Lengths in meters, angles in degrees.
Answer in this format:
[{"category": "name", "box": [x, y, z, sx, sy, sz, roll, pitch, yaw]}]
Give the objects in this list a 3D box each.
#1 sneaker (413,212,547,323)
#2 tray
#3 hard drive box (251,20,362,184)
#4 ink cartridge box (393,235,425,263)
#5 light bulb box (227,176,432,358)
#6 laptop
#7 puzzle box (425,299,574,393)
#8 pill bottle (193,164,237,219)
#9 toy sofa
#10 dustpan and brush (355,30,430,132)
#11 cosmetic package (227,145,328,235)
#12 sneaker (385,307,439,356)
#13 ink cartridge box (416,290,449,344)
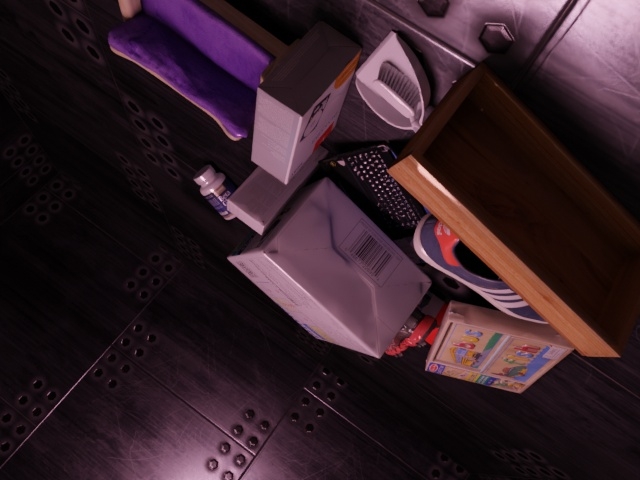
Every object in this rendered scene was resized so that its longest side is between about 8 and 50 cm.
[{"category": "sneaker", "box": [0.332, 0.050, 0.857, 0.350, 0.131, 0.148, 22, 170, -13]}, {"category": "tray", "box": [0.310, -0.040, 0.746, 0.411, 0.202, 0.076, 41, 158, -8]}, {"category": "hard drive box", "box": [-0.033, -0.236, 0.914, 0.089, 0.181, 0.232, 35, 158, 4]}, {"category": "ink cartridge box", "box": [0.220, 0.017, 1.220, 0.083, 0.028, 0.048, 45, 157, -17]}, {"category": "light bulb box", "box": [0.003, 0.070, 1.247, 0.358, 0.225, 0.361, 44, 163, -14]}, {"category": "laptop", "box": [0.136, -0.064, 1.037, 0.265, 0.136, 0.234, -9, 131, 37]}, {"category": "puzzle box", "box": [0.422, 0.279, 1.280, 0.272, 0.052, 0.408, 12, 152, 11]}, {"category": "pill bottle", "box": [-0.318, -0.154, 1.614, 0.094, 0.094, 0.169, 4, 141, 54]}, {"category": "toy sofa", "box": [-0.224, -0.368, 0.953, 0.363, 0.177, 0.150, 37, 158, 4]}, {"category": "dustpan and brush", "box": [0.146, -0.215, 0.839, 0.211, 0.060, 0.147, 42, 157, -9]}, {"category": "cosmetic package", "box": [-0.092, -0.132, 1.124, 0.099, 0.239, 0.060, 37, 157, 5]}, {"category": "sneaker", "box": [0.204, 0.229, 1.359, 0.135, 0.097, 0.276, 40, 157, 6]}, {"category": "ink cartridge box", "box": [0.266, 0.189, 1.418, 0.231, 0.078, 0.134, 36, 157, 5]}]
